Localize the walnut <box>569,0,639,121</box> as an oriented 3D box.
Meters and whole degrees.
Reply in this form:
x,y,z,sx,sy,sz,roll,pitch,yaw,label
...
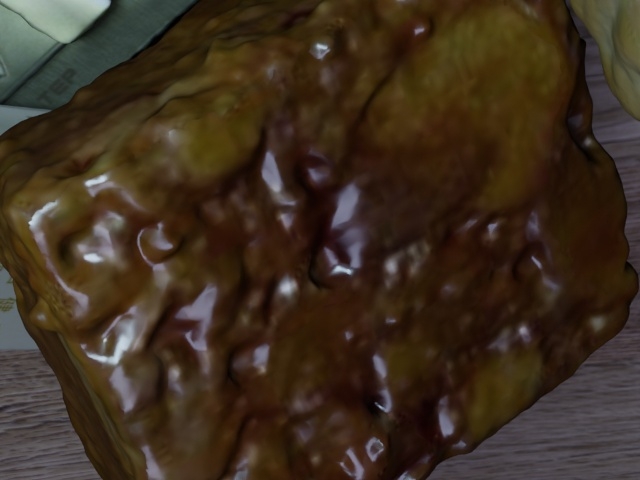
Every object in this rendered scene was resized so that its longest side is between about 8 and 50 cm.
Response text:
x,y,z,sx,sy,sz,roll,pitch,yaw,label
0.278,-0.169,0.921,0.285,0.296,0.285,14,157,6,walnut

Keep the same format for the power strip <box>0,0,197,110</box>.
x,y,z,sx,sy,sz,roll,pitch,yaw,label
-0.239,-0.162,0.972,0.251,0.092,0.257,-33,132,28,power strip

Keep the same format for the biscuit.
x,y,z,sx,sy,sz,roll,pitch,yaw,label
0.000,0.000,1.008,0.395,0.166,0.342,-33,121,-22,biscuit

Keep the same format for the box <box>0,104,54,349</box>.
x,y,z,sx,sy,sz,roll,pitch,yaw,label
-0.107,0.002,1.133,0.365,0.051,0.204,2,138,-38,box
